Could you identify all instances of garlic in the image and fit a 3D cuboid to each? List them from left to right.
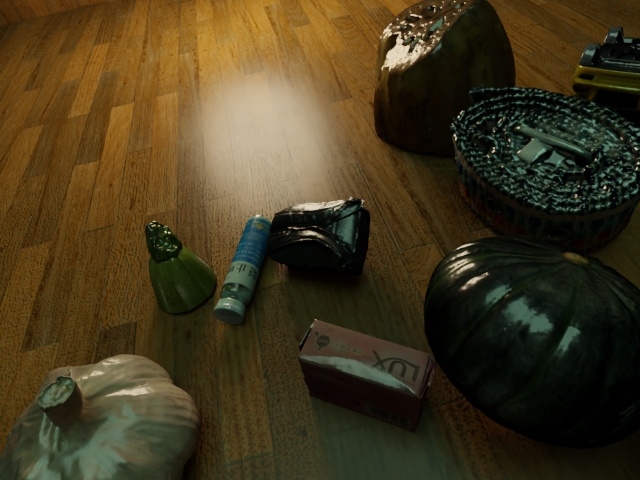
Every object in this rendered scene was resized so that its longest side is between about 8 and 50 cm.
[{"bbox_3d":[-0.257,0.205,0.463,0.219,0.212,0.218,-1,46,1],"label":"garlic"}]

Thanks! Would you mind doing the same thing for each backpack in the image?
[{"bbox_3d":[-0.001,-0.003,0.673,0.165,0.106,0.119,3,70,35],"label":"backpack"}]

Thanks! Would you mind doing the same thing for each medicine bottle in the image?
[{"bbox_3d":[-0.121,0.042,0.689,0.051,0.051,0.191,2,48,12],"label":"medicine bottle"}]

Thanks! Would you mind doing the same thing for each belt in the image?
[{"bbox_3d":[0.338,-0.108,0.672,0.295,0.160,0.206,35,80,35],"label":"belt"}]

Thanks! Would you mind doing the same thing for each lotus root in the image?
[{"bbox_3d":[0.218,-0.342,0.869,0.316,0.250,0.316,-12,49,14],"label":"lotus root"}]

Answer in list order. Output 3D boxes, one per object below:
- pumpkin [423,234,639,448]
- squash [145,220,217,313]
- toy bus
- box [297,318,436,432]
[{"bbox_3d":[0.226,0.104,0.463,0.250,0.216,0.249,29,27,-17],"label":"pumpkin"},{"bbox_3d":[-0.231,0.036,0.659,0.105,0.132,0.105,-6,46,6],"label":"squash"},{"bbox_3d":[0.543,-0.277,0.744,0.145,0.151,0.331,24,42,30],"label":"toy bus"},{"bbox_3d":[0.053,0.162,0.510,0.156,0.111,0.060,12,52,18],"label":"box"}]
